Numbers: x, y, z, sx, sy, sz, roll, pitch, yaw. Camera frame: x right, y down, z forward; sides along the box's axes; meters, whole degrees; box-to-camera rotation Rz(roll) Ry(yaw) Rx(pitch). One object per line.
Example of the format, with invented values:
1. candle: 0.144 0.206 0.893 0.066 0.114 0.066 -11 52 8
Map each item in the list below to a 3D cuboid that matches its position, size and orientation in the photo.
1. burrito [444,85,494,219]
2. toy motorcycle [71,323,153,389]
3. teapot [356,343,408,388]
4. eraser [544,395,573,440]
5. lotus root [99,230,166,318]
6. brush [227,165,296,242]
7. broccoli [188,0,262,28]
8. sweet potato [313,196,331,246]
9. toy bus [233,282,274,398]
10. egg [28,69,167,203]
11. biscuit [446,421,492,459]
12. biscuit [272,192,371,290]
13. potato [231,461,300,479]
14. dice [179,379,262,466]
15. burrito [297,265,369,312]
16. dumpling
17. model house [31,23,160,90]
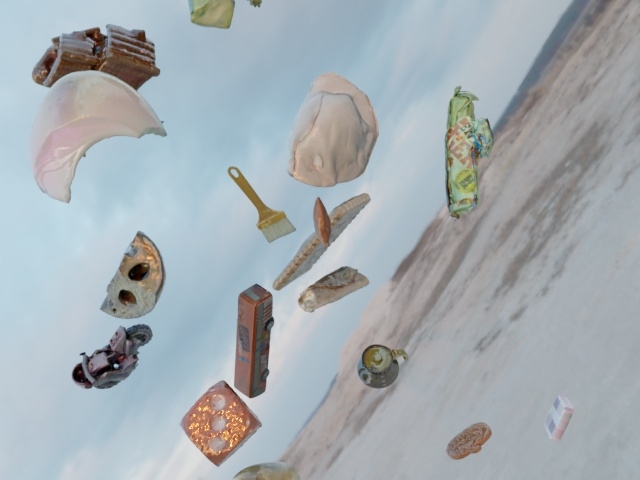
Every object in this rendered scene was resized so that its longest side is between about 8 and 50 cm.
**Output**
1. burrito: 0.307 -0.188 1.292 0.054 0.104 0.288 24 -117 -51
2. toy motorcycle: -0.447 0.248 1.328 0.122 0.082 0.213 2 -46 -52
3. teapot: 0.191 0.375 1.911 0.166 0.130 0.119 -22 -37 -10
4. eraser: 0.619 0.461 1.626 0.065 0.026 0.105 -81 4 -69
5. lotus root: -0.510 0.106 1.764 0.314 0.142 0.210 -32 35 60
6. brush: -0.144 -0.086 1.420 0.083 0.205 0.011 -25 23 30
7. broccoli: -0.273 -0.672 1.404 0.275 0.353 0.397 -44 15 45
8. sweet potato: 0.003 -0.034 1.165 0.034 0.034 0.095 -7 -91 -80
9. toy bus: -0.210 0.326 1.968 0.092 0.093 0.408 -29 -45 -44
10. egg: -0.453 -0.229 1.189 0.271 0.206 0.162 -29 -29 -9
11. biscuit: 0.268 0.362 1.132 0.091 0.015 0.078 -37 6 -4
12. biscuit: 0.000 0.000 1.714 0.325 0.044 0.217 -50 -11 29
13. potato: -0.134 0.610 1.528 0.235 0.161 0.128 23 -105 -85
14. dice: -0.282 0.514 1.764 0.179 0.174 0.175 -42 -11 -10
15. burrito: 0.030 0.125 1.641 0.226 0.087 0.060 -25 -35 -44
16. dumpling: 0.043 -0.304 1.825 0.181 0.260 0.341 -52 23 44
17. model house: -0.501 -0.408 1.425 0.199 0.229 0.219 25 -103 -39
